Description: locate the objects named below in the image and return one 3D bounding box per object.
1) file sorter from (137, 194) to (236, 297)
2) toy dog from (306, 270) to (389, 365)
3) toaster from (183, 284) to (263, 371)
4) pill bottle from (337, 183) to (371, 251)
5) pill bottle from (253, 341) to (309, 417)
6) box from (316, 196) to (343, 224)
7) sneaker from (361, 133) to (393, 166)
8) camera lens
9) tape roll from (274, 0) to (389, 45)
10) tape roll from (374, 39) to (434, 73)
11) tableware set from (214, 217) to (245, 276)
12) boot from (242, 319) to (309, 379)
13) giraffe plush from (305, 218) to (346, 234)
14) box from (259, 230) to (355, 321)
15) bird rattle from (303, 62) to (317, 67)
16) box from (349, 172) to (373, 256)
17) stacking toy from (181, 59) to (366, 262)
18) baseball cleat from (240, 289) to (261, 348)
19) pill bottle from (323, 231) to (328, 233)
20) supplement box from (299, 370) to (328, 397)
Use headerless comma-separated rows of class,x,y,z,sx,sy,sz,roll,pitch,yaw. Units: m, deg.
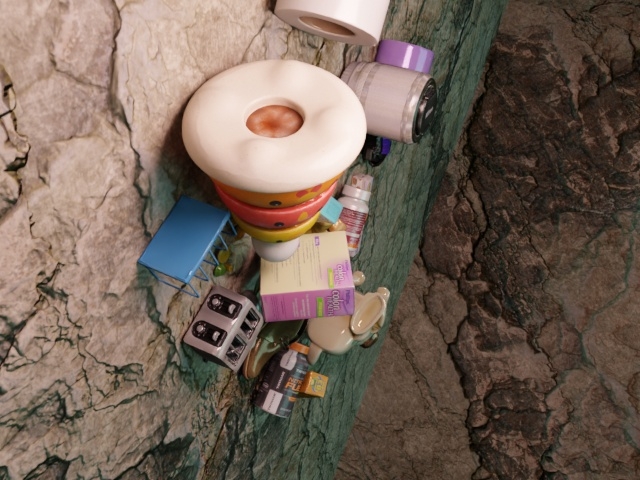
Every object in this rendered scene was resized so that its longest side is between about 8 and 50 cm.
file sorter,-0.268,0.015,1.181,0.170,0.118,0.104,-62,162,-22
toy dog,0.117,0.315,2.200,0.395,0.285,0.408,-69,162,-3
toaster,-0.242,0.229,1.443,0.168,0.110,0.185,-61,158,-21
pill bottle,0.101,-0.080,2.026,0.121,0.121,0.221,0,109,-69
pill bottle,-0.122,0.460,1.925,0.245,0.131,0.130,-68,160,-9
box,-0.057,-0.125,1.473,0.244,0.101,0.060,35,72,-41
sneaker,0.198,-0.361,2.050,0.146,0.102,0.293,-64,159,-15
camera lens,0.209,-0.430,1.768,0.219,0.275,0.219,-52,153,-41
tape roll,0.035,-0.554,1.260,0.246,0.246,0.169,-8,115,-67
tape roll,0.282,-0.612,1.916,0.189,0.189,0.080,-14,120,-66
tableware set,-0.227,0.014,1.418,0.104,0.024,0.154,-27,134,-58
boot,-0.136,0.307,1.778,0.305,0.115,0.112,-59,159,-25
giraffe plush,-0.051,-0.021,1.688,0.170,0.181,0.210,-58,-167,-7
box,-0.038,0.095,1.546,0.213,0.243,0.117,-97,-178,-46
bird rattle,-0.029,-0.313,1.343,0.143,0.254,0.206,-50,127,-45
box,0.137,-0.096,2.185,0.067,0.063,0.323,-34,139,-56
stacking toy,-0.091,-0.112,1.243,0.350,0.351,0.479,-58,163,-32
baseball cleat,-0.216,0.238,1.575,0.109,0.072,0.205,-34,135,-49
pill bottle,0.000,0.000,1.919,0.116,0.065,0.065,-37,141,-56
supplement box,-0.061,0.515,2.016,0.233,0.080,0.078,-32,-142,61
